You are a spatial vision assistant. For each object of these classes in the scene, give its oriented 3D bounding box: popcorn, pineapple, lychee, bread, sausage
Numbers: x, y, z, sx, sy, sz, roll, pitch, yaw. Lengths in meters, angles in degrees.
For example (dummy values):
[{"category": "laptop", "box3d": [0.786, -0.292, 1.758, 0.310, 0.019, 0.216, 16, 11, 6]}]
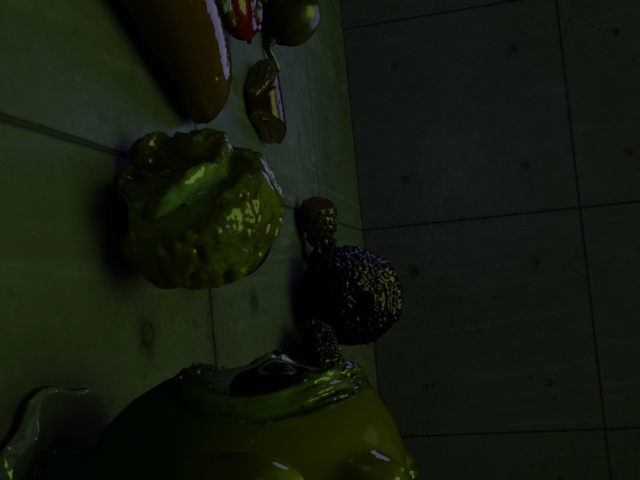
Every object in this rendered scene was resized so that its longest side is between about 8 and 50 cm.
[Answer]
[{"category": "popcorn", "box3d": [-0.146, -0.038, 0.754, 0.221, 0.204, 0.183, -105, -178, -57]}, {"category": "pineapple", "box3d": [0.000, 0.000, 1.689, 0.119, 0.111, 0.237, -32, 131, -42]}, {"category": "lychee", "box3d": [0.080, 0.139, 1.551, 0.300, 0.264, 0.264, 28, -48, 60]}, {"category": "bread", "box3d": [-0.117, -0.303, 1.334, 0.119, 0.067, 0.192, -55, 138, -73]}, {"category": "sausage", "box3d": [-0.194, -0.299, 0.859, 0.354, 0.116, 0.134, 71, 7, -61]}]

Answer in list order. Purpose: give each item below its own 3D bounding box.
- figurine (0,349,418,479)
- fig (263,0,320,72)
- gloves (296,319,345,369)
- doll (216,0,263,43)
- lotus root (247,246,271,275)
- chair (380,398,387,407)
[{"category": "figurine", "box3d": [-0.084, 0.218, 0.545, 0.323, 0.340, 0.231, 46, 39, -69]}, {"category": "fig", "box3d": [-0.090, -0.539, 1.509, 0.142, 0.186, 0.148, 40, -23, 27]}, {"category": "gloves", "box3d": [0.003, 0.319, 1.438, 0.210, 0.135, 0.312, -83, 163, -49]}, {"category": "doll", "box3d": [-0.167, -0.462, 1.139, 0.183, 0.085, 0.217, -85, 155, -46]}, {"category": "lotus root", "box3d": [-0.134, -0.005, 0.969, 0.209, 0.120, 0.120, -86, 165, -49]}, {"category": "chair", "box3d": [0.091, 0.449, 1.696, 0.175, 0.183, 0.326, -4, 89, -79]}]
